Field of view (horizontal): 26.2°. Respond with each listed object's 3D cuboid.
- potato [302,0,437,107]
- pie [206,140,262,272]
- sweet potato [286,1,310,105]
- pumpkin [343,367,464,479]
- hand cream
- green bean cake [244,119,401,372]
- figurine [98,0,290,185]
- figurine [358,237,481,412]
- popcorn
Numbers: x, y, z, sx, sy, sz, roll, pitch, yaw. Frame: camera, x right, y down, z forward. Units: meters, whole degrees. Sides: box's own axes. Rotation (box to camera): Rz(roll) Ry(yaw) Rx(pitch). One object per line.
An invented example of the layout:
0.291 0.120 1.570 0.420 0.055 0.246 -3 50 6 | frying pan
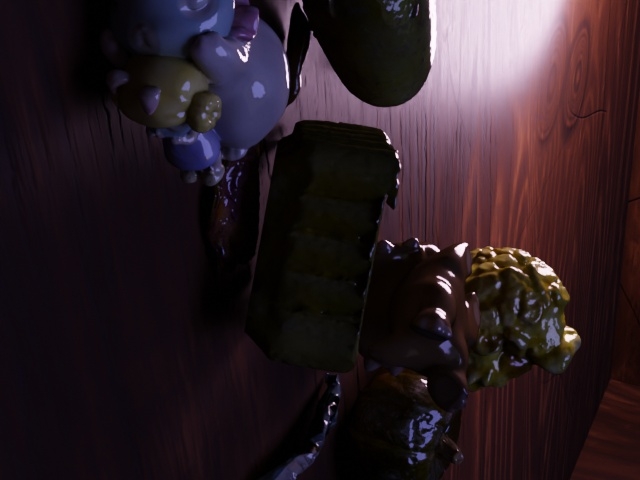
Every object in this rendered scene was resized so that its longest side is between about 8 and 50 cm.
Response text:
0.044 -0.257 1.368 0.176 0.141 0.298 -74 163 -45 | potato
-0.082 -0.032 1.348 0.092 0.034 0.170 -49 151 -43 | pie
-0.025 -0.186 1.410 0.026 0.026 0.115 -26 127 -63 | sweet potato
0.128 0.265 1.898 0.219 0.162 0.219 -48 148 -44 | pumpkin
-0.028 0.253 1.664 0.075 0.052 0.248 -62 175 33 | hand cream
0.000 0.000 1.412 0.233 0.124 0.236 -89 -171 -80 | green bean cake
-0.115 -0.163 1.077 0.155 0.127 0.235 -59 150 -16 | figurine
0.099 0.092 1.696 0.247 0.173 0.177 -76 155 -50 | figurine
0.260 0.124 2.047 0.235 0.217 0.181 -41 -173 9 | popcorn
